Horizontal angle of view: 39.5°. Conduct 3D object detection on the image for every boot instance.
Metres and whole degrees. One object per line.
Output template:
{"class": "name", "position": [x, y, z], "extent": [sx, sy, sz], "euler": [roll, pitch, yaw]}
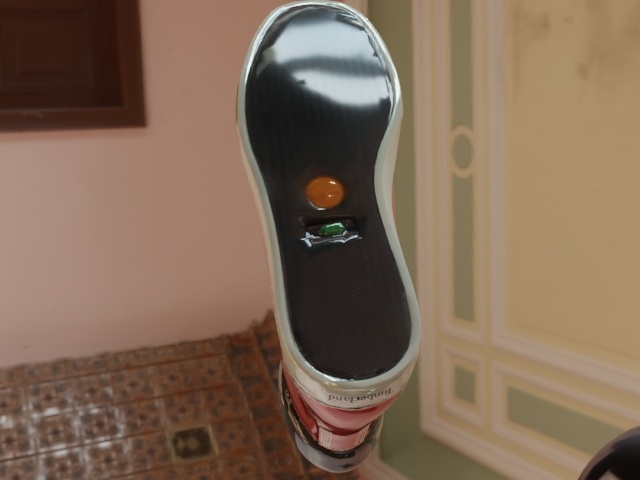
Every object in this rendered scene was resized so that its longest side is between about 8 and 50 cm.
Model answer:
{"class": "boot", "position": [0.000, 0.000, 0.515], "extent": [0.176, 0.089, 0.244], "euler": [94, -8, -62]}

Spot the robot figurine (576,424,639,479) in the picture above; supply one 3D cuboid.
{"class": "robot figurine", "position": [0.199, 0.151, 0.337], "extent": [0.209, 0.278, 0.173], "euler": [154, -62, -77]}
